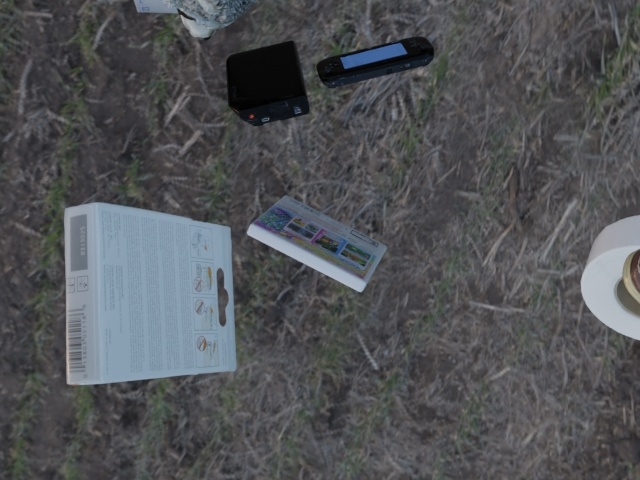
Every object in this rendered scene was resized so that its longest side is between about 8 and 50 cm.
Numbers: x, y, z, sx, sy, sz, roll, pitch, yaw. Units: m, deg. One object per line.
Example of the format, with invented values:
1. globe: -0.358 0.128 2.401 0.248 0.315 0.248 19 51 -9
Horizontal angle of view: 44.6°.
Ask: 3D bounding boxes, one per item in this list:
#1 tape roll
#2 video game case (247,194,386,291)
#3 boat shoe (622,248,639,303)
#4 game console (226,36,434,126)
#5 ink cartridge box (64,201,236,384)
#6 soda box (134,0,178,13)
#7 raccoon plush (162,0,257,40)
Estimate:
1. tape roll: 0.689 0.083 1.600 0.286 0.100 0.286 19 139 17
2. video game case: 0.000 0.000 0.995 0.157 0.143 0.019 27 113 5
3. boat shoe: 0.618 0.082 1.129 0.342 0.123 0.123 24 154 5
4. game console: 0.013 -0.302 1.361 0.362 0.213 0.044 -13 130 1
5. ink cartridge box: -0.144 0.048 0.686 0.045 0.179 0.145 -8 81 27
6. soda box: -0.355 -0.589 1.619 0.098 0.091 0.286 1 163 -1
7. raccoon plush: -0.243 -0.520 1.179 0.299 0.216 0.446 24 149 35
